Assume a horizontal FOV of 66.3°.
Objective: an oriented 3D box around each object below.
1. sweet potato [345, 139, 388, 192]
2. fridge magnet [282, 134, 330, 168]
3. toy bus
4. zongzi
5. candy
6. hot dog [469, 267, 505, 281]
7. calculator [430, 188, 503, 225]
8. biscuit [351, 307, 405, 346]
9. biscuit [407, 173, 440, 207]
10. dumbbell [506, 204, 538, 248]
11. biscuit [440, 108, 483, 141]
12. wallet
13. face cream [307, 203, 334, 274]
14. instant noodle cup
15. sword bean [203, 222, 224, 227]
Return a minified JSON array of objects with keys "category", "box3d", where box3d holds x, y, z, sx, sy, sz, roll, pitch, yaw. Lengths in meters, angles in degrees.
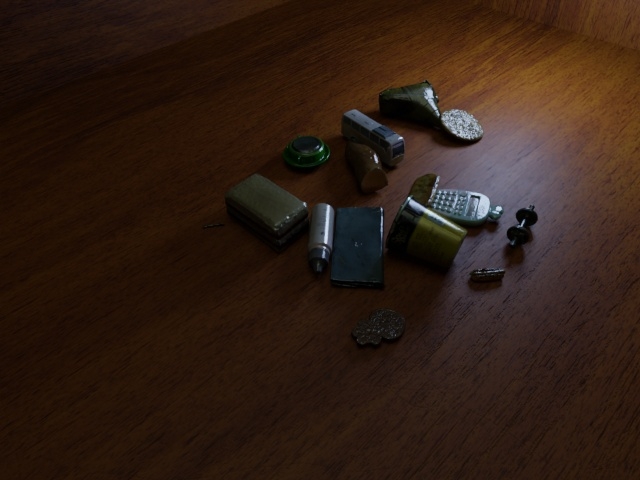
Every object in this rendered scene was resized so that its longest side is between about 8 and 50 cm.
[{"category":"sweet potato","box3d":[0.179,-0.342,2.069,0.131,0.131,0.337,-11,47,-8]},{"category":"fridge magnet","box3d":[-0.062,-0.387,2.143,0.207,0.088,0.208,-1,45,1]},{"category":"toy bus","box3d":[0.230,-0.456,2.168,0.097,0.138,0.342,-27,49,-26]},{"category":"zongzi","box3d":[0.441,-0.611,2.337,0.285,0.138,0.300,-14,63,-2]},{"category":"candy","box3d":[-0.202,-0.113,1.846,0.179,0.135,0.320,-35,54,-30]},{"category":"hot dog","box3d":[0.567,0.113,1.661,0.121,0.037,0.049,-7,48,-2]},{"category":"calculator","box3d":[0.553,-0.128,1.899,0.295,0.042,0.184,14,47,19]},{"category":"biscuit","box3d":[0.180,0.272,1.524,0.174,0.026,0.124,-20,47,-17]},{"category":"biscuit","box3d":[0.406,-0.186,1.947,0.118,0.029,0.247,-12,36,37]},{"category":"dumbbell","box3d":[0.738,-0.053,1.790,0.081,0.082,0.254,24,50,23]},{"category":"biscuit","box3d":[0.655,-0.536,2.271,0.219,0.033,0.220,9,53,-12]},{"category":"wallet","box3d":[0.137,0.015,1.768,0.190,0.046,0.379,2,46,5]},{"category":"face cream","box3d":[0.000,0.000,1.757,0.092,0.092,0.312,1,46,3]},{"category":"instant noodle cup","box3d":[0.370,-0.019,1.697,0.236,0.216,0.216,26,51,16]},{"category":"sword bean","box3d":[-0.410,-0.058,1.884,0.083,0.012,0.012,-9,45,-4]}]
